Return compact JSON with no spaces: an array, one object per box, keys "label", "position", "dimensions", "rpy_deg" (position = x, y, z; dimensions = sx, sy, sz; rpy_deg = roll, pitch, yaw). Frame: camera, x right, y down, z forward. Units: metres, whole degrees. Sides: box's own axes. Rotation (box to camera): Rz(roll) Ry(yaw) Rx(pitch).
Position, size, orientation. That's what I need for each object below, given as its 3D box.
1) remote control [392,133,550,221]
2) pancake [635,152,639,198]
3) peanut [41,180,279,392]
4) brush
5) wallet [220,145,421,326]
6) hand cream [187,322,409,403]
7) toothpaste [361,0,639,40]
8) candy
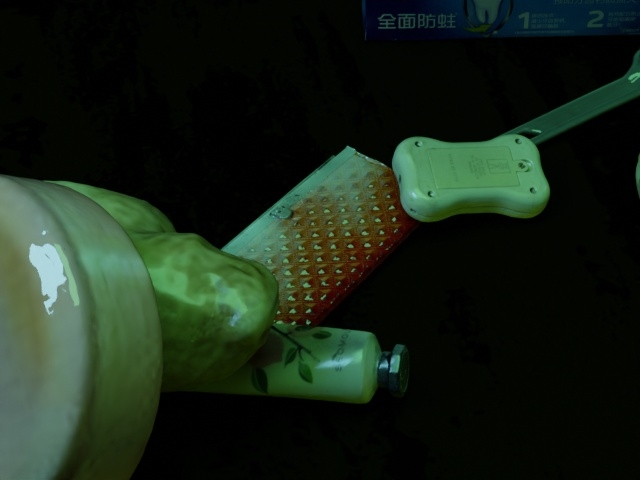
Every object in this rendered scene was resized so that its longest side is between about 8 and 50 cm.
[{"label":"remote control","position":[0.119,-0.049,1.268],"dimensions":[0.122,0.032,0.074],"rpy_deg":[-1,57,-15]},{"label":"pancake","position":[0.387,-0.042,1.252],"dimensions":[0.283,0.049,0.282],"rpy_deg":[-1,44,1]},{"label":"peanut","position":[-0.141,0.030,1.127],"dimensions":[0.253,0.122,0.137],"rpy_deg":[25,58,37]},{"label":"brush","position":[0.216,-0.111,1.346],"dimensions":[0.266,0.027,0.062],"rpy_deg":[-27,53,-22]},{"label":"wallet","position":[0.000,0.000,1.248],"dimensions":[0.103,0.020,0.196],"rpy_deg":[31,52,23]},{"label":"hand cream","position":[-0.053,0.084,1.154],"dimensions":[0.234,0.050,0.080],"rpy_deg":[3,48,15]},{"label":"toothpaste","position":[0.197,-0.228,1.432],"dimensions":[0.321,0.076,0.066],"rpy_deg":[0,44,2]},{"label":"candy","position":[-0.214,0.085,1.035],"dimensions":[0.255,0.255,0.094],"rpy_deg":[36,16,32]}]
